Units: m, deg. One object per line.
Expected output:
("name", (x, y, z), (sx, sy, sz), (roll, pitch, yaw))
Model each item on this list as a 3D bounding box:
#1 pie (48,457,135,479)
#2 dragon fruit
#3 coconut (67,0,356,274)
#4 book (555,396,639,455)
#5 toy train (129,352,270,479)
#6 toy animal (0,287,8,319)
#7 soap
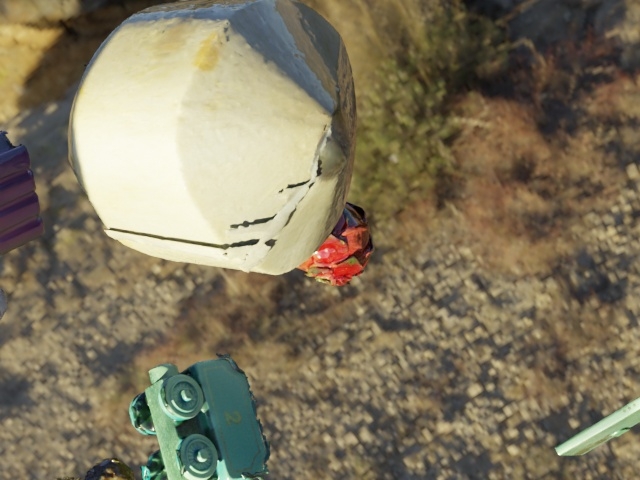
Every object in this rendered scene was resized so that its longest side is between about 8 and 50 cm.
("pie", (-0.447, 0.499, 1.804), (0.395, 0.180, 0.418), (-45, 9, -37))
("dragon fruit", (0.005, -0.004, 1.661), (0.121, 0.142, 0.130), (-45, 1, -23))
("coconut", (-0.095, -0.108, 1.308), (0.323, 0.323, 0.323), (-21, 39, 18))
("book", (0.387, 0.248, 1.650), (0.135, 0.103, 0.017), (-36, 66, 20))
("toy train", (-0.171, 0.268, 1.768), (0.112, 0.163, 0.203), (-30, 71, 45))
("toy animal", (-0.585, 0.066, 1.987), (0.127, 0.181, 0.131), (-1, 59, 52))
("soap", (-0.403, -0.022, 1.329), (0.203, 0.122, 0.065), (-29, 42, -32))
